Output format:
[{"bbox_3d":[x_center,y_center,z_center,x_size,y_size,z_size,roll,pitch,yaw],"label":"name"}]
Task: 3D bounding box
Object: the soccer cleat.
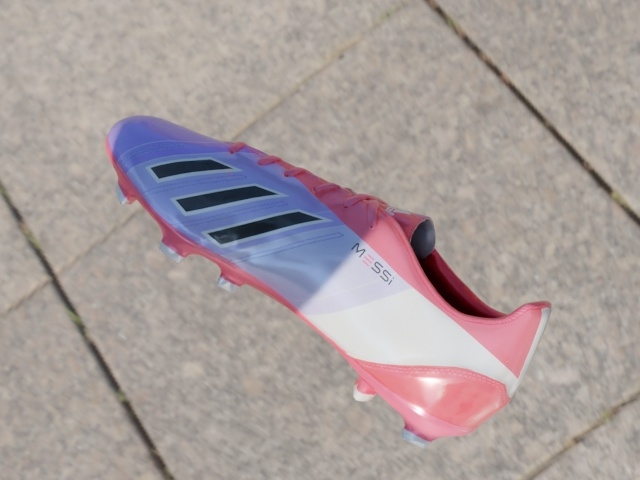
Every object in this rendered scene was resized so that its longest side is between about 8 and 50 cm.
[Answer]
[{"bbox_3d":[0.000,0.000,0.692,0.248,0.083,0.095,39,106,14],"label":"soccer cleat"}]
